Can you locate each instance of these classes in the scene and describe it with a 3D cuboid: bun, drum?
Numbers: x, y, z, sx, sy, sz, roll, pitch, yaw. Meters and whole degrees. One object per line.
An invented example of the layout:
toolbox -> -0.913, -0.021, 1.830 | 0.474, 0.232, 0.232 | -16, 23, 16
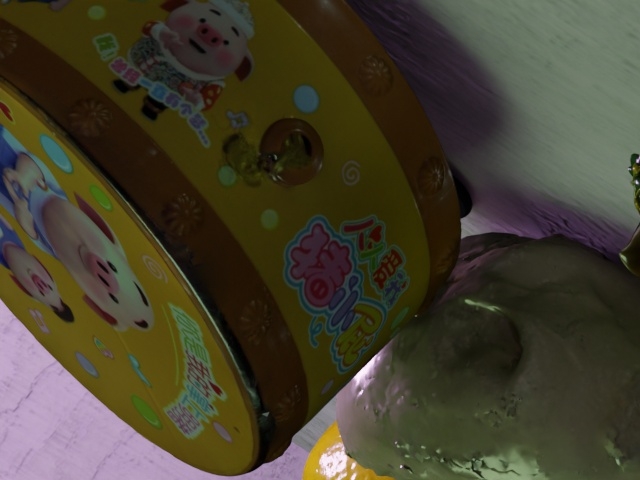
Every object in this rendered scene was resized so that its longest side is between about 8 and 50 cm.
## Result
bun -> 0.198, 0.128, 1.570 | 0.362, 0.234, 0.326 | 10, 164, 32
drum -> -0.117, -0.048, 1.412 | 0.431, 0.214, 0.431 | 39, 157, 20

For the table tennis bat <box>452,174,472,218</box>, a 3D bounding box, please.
table tennis bat -> 0.049, -0.071, 1.592 | 0.150, 0.027, 0.236 | 21, 168, 20

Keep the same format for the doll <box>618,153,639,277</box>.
doll -> 0.234, -0.009, 1.217 | 0.076, 0.113, 0.078 | -23, 133, 30

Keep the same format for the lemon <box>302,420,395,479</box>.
lemon -> 0.115, 0.345, 2.597 | 0.284, 0.260, 0.260 | 32, 168, 9
